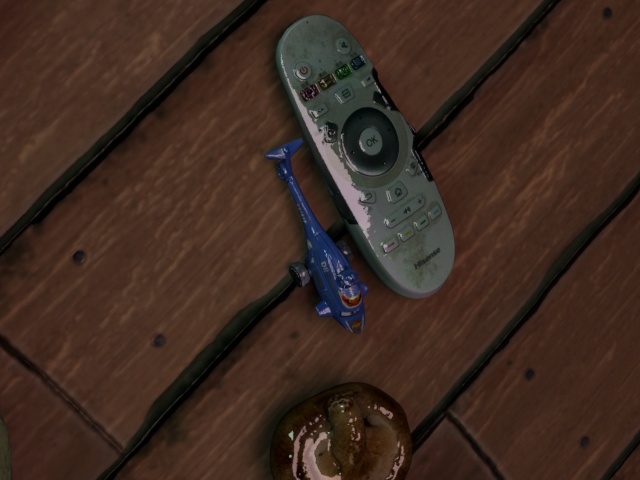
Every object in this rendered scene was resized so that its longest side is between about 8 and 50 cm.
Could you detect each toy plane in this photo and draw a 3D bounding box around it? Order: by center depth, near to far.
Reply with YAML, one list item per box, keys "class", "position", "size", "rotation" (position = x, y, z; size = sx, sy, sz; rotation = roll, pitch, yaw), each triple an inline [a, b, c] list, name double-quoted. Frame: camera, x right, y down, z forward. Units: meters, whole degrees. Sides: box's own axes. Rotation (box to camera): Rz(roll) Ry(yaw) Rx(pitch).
- class: "toy plane"
  position: [0.000, 0.000, 1.058]
  size: [0.054, 0.062, 0.167]
  rotation: [-26, 95, -21]

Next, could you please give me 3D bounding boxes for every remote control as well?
- class: "remote control"
  position: [0.038, -0.068, 1.078]
  size: [0.097, 0.045, 0.256]
  rotation: [-32, 105, -30]

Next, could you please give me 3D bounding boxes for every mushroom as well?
- class: "mushroom"
  position: [0.018, 0.178, 1.066]
  size: [0.127, 0.087, 0.127]
  rotation: [-1, 92, -23]

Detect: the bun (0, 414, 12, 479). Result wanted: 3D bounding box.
- class: "bun"
  position: [-0.309, 0.164, 0.890]
  size: [0.195, 0.118, 0.196]
  rotation: [-2, 95, -22]
